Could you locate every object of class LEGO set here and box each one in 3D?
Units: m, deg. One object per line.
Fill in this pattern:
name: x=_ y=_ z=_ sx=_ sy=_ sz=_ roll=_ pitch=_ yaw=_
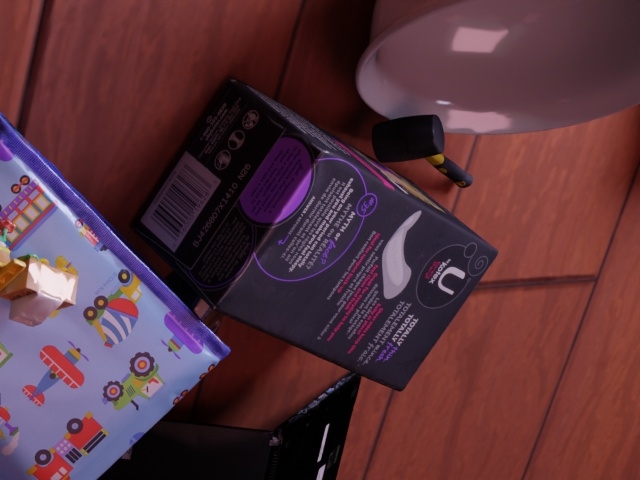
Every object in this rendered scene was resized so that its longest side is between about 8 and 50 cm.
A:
LEGO set: x=-0.319 y=-0.007 z=1.249 sx=0.287 sy=0.107 sz=0.132 roll=-4 pitch=138 yaw=-20

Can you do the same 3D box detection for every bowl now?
bowl: x=0.172 y=-0.206 z=1.476 sx=0.298 sy=0.298 sz=0.134 roll=16 pitch=62 yaw=-44

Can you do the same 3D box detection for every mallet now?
mallet: x=0.114 y=-0.078 z=1.589 sx=0.190 sy=0.062 sz=0.039 roll=19 pitch=65 yaw=-59

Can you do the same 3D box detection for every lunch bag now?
lunch bag: x=-0.255 y=0.055 z=1.366 sx=0.221 sy=0.138 sz=0.293 roll=-44 pitch=126 yaw=-4

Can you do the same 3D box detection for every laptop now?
laptop: x=-0.097 y=0.245 z=1.691 sx=0.264 sy=0.136 sz=0.234 roll=-32 pitch=140 yaw=-55

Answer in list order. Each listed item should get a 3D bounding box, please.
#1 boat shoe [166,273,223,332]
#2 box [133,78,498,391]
boat shoe: x=-0.150 y=0.113 z=1.519 sx=0.183 sy=0.066 sz=0.066 roll=-46 pitch=138 yaw=-5
box: x=0.000 y=0.000 z=1.509 sx=0.270 sy=0.143 sz=0.165 roll=28 pitch=99 yaw=-47
